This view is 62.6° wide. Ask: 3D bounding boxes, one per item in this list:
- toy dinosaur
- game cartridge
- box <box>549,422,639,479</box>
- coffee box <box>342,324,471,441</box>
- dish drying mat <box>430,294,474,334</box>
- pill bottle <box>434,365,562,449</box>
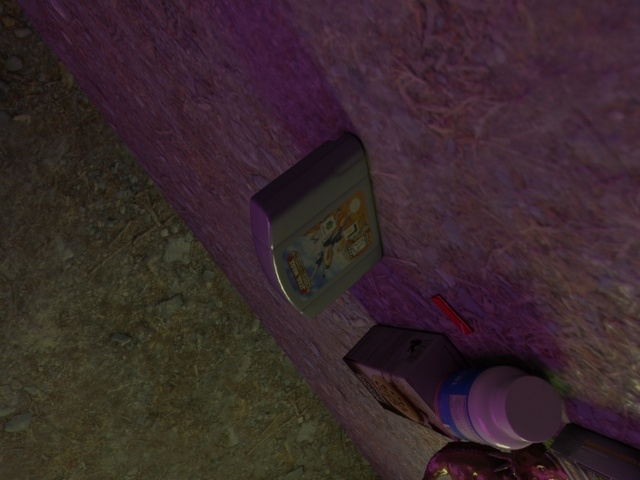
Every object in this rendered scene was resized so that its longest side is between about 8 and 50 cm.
[{"bbox_3d":[0.300,0.413,0.973,0.295,0.127,0.200,-7,135,12],"label":"toy dinosaur"},{"bbox_3d":[0.000,0.000,0.815,0.062,0.198,0.297,36,159,32],"label":"game cartridge"},{"bbox_3d":[0.472,0.392,0.772,0.231,0.056,0.183,54,162,-16],"label":"box"},{"bbox_3d":[0.187,0.282,1.093,0.168,0.119,0.297,50,162,-8],"label":"coffee box"},{"bbox_3d":[0.218,0.124,0.877,0.083,0.008,0.032,46,163,4],"label":"dish drying mat"},{"bbox_3d":[0.279,0.264,0.841,0.124,0.124,0.221,47,161,3],"label":"pill bottle"}]
